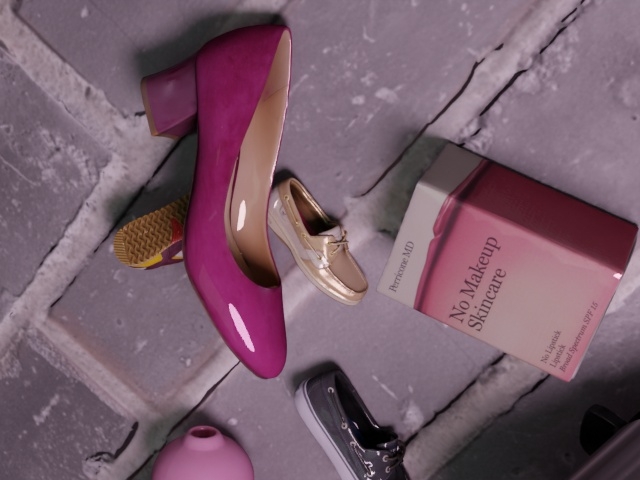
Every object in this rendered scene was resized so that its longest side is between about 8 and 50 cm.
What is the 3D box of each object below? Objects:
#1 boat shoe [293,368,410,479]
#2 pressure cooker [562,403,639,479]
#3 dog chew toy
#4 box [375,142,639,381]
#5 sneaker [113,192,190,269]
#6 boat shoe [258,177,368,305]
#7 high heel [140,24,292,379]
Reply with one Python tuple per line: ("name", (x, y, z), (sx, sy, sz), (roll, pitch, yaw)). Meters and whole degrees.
("boat shoe", (0.062, 0.252, 1.602), (0.076, 0.080, 0.229), (-35, 89, 32))
("pressure cooker", (0.387, 0.367, 1.322), (0.370, 0.420, 0.375), (58, 158, -11))
("dog chew toy", (-0.152, 0.397, 1.685), (0.206, 0.206, 0.332), (8, 108, 19))
("box", (0.200, 0.021, 1.408), (0.232, 0.127, 0.149), (25, 120, 10))
("sneaker", (-0.154, -0.016, 1.576), (0.185, 0.084, 0.070), (-18, 81, 4))
("boat shoe", (0.000, 0.000, 1.516), (0.170, 0.063, 0.059), (48, 127, -3))
("high heel", (-0.065, -0.043, 1.445), (0.181, 0.127, 0.377), (-20, 91, 21))
